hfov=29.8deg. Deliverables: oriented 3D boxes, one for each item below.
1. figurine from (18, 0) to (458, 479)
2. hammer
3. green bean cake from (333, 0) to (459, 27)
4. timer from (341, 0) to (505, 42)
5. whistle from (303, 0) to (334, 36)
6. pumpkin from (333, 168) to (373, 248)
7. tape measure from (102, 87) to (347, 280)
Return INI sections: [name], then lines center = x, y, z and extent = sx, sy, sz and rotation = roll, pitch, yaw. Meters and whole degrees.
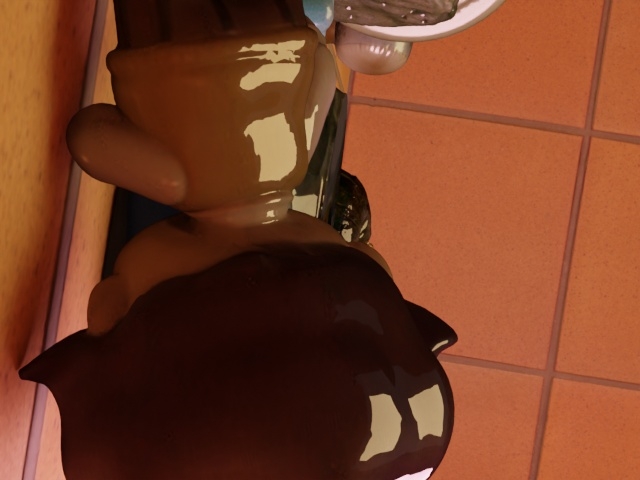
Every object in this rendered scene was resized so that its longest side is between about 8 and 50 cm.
[figurine]
center = -0.062, 0.005, 0.668
extent = 0.218, 0.206, 0.365
rotation = -13, 87, -48
[hammer]
center = 0.042, -0.318, 1.712
extent = 0.305, 0.113, 0.202
rotation = 170, -68, -67
[green bean cake]
center = 0.046, -0.305, 1.209
extent = 0.227, 0.222, 0.125
rotation = 70, 28, -76
[timer]
center = 0.108, -0.434, 1.472
extent = 0.315, 0.291, 0.291
rotation = -86, -178, -57
[whistle]
center = -0.044, -0.158, 1.218
extent = 0.186, 0.093, 0.274
rotation = -115, -154, -44
[pumpkin]
center = 0.003, 0.001, 1.831
extent = 0.238, 0.159, 0.238
rotation = 14, 90, -85
[tape measure]
center = -0.063, -0.007, 0.898
extent = 0.259, 0.138, 0.262
rotation = -52, 151, -86
